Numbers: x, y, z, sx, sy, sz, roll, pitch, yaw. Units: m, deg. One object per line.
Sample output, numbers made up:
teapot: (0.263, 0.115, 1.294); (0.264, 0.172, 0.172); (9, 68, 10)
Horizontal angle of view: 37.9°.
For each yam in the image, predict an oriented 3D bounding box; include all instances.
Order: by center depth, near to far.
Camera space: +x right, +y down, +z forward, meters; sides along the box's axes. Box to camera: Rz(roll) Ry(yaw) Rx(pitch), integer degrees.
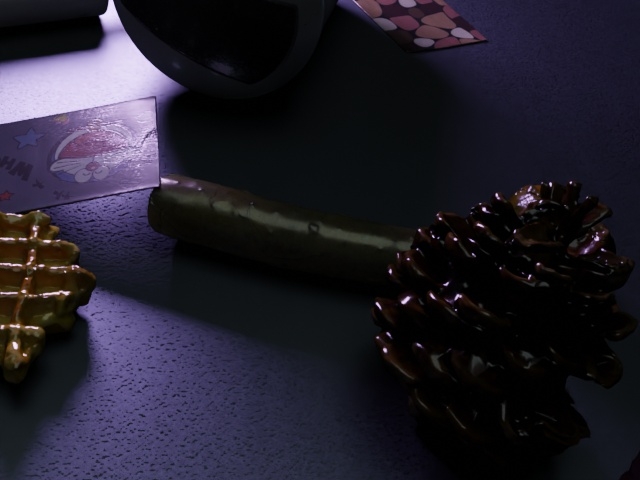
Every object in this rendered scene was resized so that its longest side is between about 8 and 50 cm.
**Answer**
yam: (0.000, 0.000, 1.007); (0.371, 0.083, 0.083); (13, 42, 2)

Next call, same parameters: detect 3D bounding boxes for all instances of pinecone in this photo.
pinecone: (0.167, 0.075, 0.845); (0.243, 0.257, 0.243); (14, 51, -18)

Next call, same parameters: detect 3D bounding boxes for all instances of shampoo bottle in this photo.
shampoo bottle: (-0.379, -0.341, 1.277); (0.262, 0.085, 0.085); (-14, 49, -28)

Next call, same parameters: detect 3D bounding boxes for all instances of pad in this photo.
pad: (-0.300, -0.090, 1.034); (0.245, 0.006, 0.170); (-10, 46, -2)
pad: (0.139, -0.374, 1.501); (0.158, 0.003, 0.235); (-15, 49, -27)

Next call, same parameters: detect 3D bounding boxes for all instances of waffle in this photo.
waffle: (-0.325, 0.059, 0.878); (0.219, 0.057, 0.229); (3, 44, -11)

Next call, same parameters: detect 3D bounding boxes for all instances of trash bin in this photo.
trash bin: (-0.091, -0.386, 1.263); (0.280, 0.280, 0.432); (18, 39, 6)

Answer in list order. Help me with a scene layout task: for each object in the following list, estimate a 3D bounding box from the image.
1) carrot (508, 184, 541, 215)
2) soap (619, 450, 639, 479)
carrot: (0.261, 0.012, 1.061); (0.082, 0.082, 0.173); (3, 50, -11)
soap: (0.284, 0.306, 0.674); (0.112, 0.182, 0.289); (8, 37, -8)
